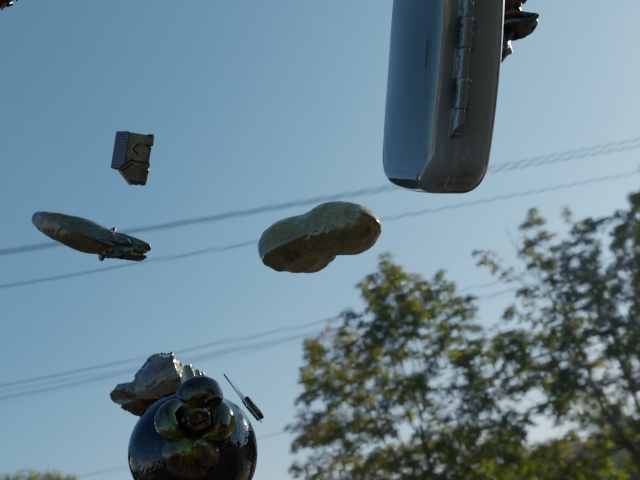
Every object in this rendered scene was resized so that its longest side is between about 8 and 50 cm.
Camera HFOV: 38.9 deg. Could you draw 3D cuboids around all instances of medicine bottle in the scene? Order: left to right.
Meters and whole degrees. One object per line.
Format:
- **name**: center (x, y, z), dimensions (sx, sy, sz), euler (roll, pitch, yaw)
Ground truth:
- **medicine bottle**: center (0.184, -0.260, 1.390), dimensions (0.123, 0.375, 0.282), euler (1, 6, -15)

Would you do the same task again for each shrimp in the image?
- **shrimp**: center (-0.488, -0.005, 1.958), dimensions (0.317, 0.077, 0.168), euler (19, -1, 25)

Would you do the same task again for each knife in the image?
- **knife**: center (-0.139, 0.322, 1.754), dimensions (0.019, 0.072, 0.245), euler (-35, -26, -7)

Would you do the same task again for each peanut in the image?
- **peanut**: center (0.000, 0.000, 1.707), dimensions (0.275, 0.111, 0.125), euler (-16, -52, 39)

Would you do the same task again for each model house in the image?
- **model house**: center (-0.288, -0.124, 1.379), dimensions (0.058, 0.083, 0.057), euler (10, -9, -14)

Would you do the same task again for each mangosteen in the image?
- **mangosteen**: center (-0.286, 0.453, 2.039), dimensions (0.297, 0.313, 0.297), euler (-1, 11, 0)

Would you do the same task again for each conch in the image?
- **conch**: center (-0.398, 0.368, 2.245), dimensions (0.245, 0.178, 0.163), euler (-16, 19, 2)

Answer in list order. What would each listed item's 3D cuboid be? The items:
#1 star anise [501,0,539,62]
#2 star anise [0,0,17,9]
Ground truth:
- **star anise**: center (0.317, -0.392, 1.739), dimensions (0.230, 0.262, 0.081), euler (-1, -28, 39)
- **star anise**: center (-0.744, -0.489, 1.902), dimensions (0.234, 0.073, 0.177), euler (-30, -8, 20)
